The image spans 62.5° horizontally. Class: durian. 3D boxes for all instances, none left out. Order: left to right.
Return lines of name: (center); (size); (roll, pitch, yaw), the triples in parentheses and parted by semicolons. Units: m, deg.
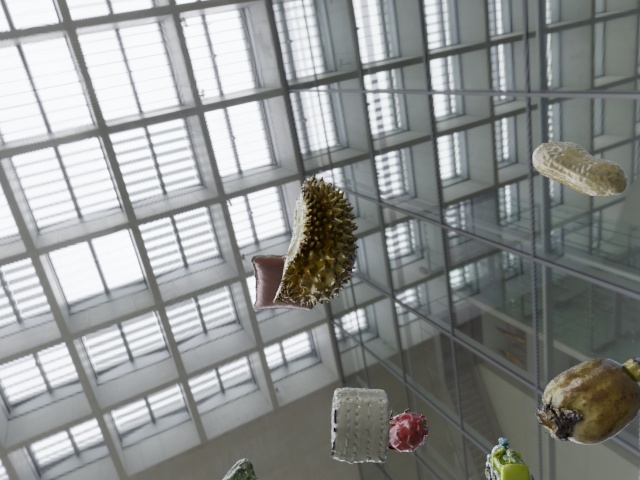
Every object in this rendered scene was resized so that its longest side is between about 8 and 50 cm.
durian: (0.008, 0.000, 0.975); (0.183, 0.138, 0.250); (13, -97, -63)

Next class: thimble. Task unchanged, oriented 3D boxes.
thimble: (0.061, 0.298, 0.856); (0.090, 0.102, 0.115); (2, -101, -4)

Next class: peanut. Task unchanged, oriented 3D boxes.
peanut: (0.596, -0.165, 1.217); (0.098, 0.214, 0.090); (-31, -37, -31)

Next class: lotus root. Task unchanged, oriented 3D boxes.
lotus root: (0.647, 0.375, 1.245); (0.314, 0.169, 0.141); (-27, -25, -5)

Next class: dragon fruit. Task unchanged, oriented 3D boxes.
dragon fruit: (0.274, 0.628, 1.718); (0.166, 0.136, 0.133); (-27, -53, -5)

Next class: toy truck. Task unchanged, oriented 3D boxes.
toy truck: (0.351, 0.420, 0.988); (0.076, 0.111, 0.077); (-2, -86, 2)

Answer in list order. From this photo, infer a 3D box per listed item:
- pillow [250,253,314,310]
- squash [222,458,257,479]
pillow: (-0.097, 0.109, 1.406); (0.171, 0.075, 0.179); (-1, -61, -4)
squash: (-0.114, 0.332, 0.644); (0.105, 0.105, 0.132); (41, -123, -30)
